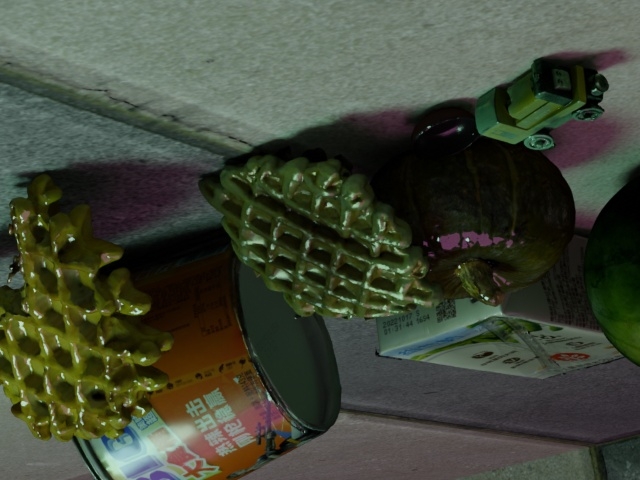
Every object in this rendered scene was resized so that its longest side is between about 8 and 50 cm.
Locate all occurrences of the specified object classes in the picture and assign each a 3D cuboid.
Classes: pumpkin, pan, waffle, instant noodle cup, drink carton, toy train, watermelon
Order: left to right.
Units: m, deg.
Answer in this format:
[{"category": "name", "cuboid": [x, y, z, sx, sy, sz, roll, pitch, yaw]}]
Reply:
[{"category": "waffle", "cuboid": [-0.267, 0.086, 1.633, 0.069, 0.260, 0.293, -39, -174, -42]}, {"category": "instant noodle cup", "cuboid": [-0.124, 0.138, 1.837, 0.214, 0.296, 0.296, -23, 160, 20]}, {"category": "waffle", "cuboid": [0.000, 0.000, 1.601, 0.214, 0.208, 0.054, -11, -150, 44]}, {"category": "pan", "cuboid": [0.135, -0.102, 1.566, 0.115, 0.023, 0.068, -3, 150, -22]}, {"category": "pumpkin", "cuboid": [0.147, -0.007, 1.669, 0.219, 0.162, 0.219, -9, 159, -4]}, {"category": "drink carton", "cuboid": [0.236, 0.073, 2.027, 0.194, 0.132, 0.324, -22, 157, 40]}, {"category": "toy train", "cuboid": [0.197, -0.122, 1.509, 0.081, 0.050, 0.122, 14, 153, -28]}, {"category": "watermelon", "cuboid": [0.400, 0.033, 1.797, 0.242, 0.242, 0.242, -8, 164, -2]}]
